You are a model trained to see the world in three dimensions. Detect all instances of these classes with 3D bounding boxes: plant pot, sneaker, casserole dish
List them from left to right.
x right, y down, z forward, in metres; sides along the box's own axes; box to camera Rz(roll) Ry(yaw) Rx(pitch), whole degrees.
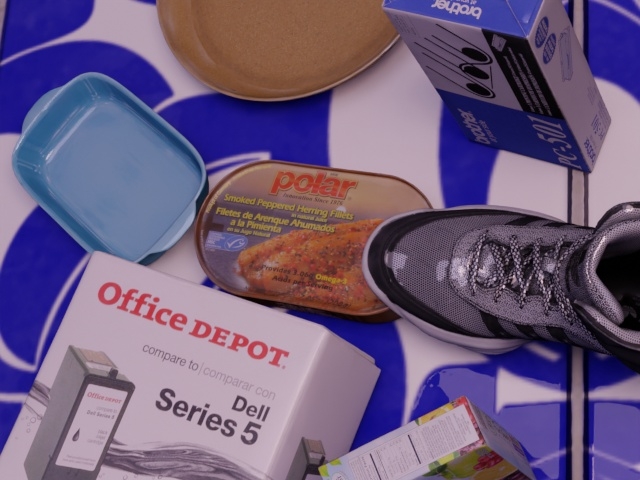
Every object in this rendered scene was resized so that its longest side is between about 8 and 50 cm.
[{"bbox_3d":[-0.160,-0.052,1.116,0.188,0.037,0.114,40,89,29],"label":"casserole dish"},{"bbox_3d":[-0.016,-0.212,1.119,0.236,0.032,0.236,-7,69,20],"label":"plant pot"},{"bbox_3d":[0.146,0.019,0.885,0.269,0.153,0.101,13,78,16],"label":"sneaker"}]

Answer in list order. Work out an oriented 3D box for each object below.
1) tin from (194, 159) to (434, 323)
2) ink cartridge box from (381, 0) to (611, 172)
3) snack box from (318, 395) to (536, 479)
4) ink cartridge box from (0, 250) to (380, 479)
[{"bbox_3d":[0.000,0.000,1.033,0.190,0.040,0.106,9,79,24],"label":"tin"},{"bbox_3d":[0.120,-0.111,0.927,0.097,0.207,0.046,17,78,27],"label":"ink cartridge box"},{"bbox_3d":[0.070,0.147,0.890,0.100,0.141,0.037,-27,64,11],"label":"snack box"},{"bbox_3d":[-0.107,0.167,0.969,0.198,0.115,0.272,17,78,26],"label":"ink cartridge box"}]
